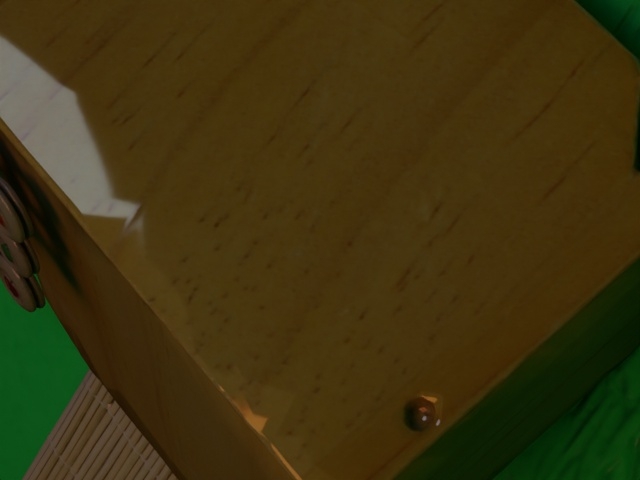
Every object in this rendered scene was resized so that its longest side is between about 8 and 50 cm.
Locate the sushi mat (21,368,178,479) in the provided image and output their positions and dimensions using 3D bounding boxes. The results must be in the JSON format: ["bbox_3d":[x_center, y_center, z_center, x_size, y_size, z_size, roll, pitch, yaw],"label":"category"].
[{"bbox_3d":[-0.164,0.225,1.307,0.151,0.019,0.316,52,131,21],"label":"sushi mat"}]

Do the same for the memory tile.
[{"bbox_3d":[-0.196,-0.035,1.055,0.148,0.012,0.113,50,158,22],"label":"memory tile"}]

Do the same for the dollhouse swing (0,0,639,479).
[{"bbox_3d":[0.000,0.000,1.059,0.315,0.305,0.347,-42,66,-2],"label":"dollhouse swing"}]

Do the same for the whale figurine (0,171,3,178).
[{"bbox_3d":[-0.238,-0.122,1.178,0.216,0.141,0.272,-115,26,-48],"label":"whale figurine"}]
